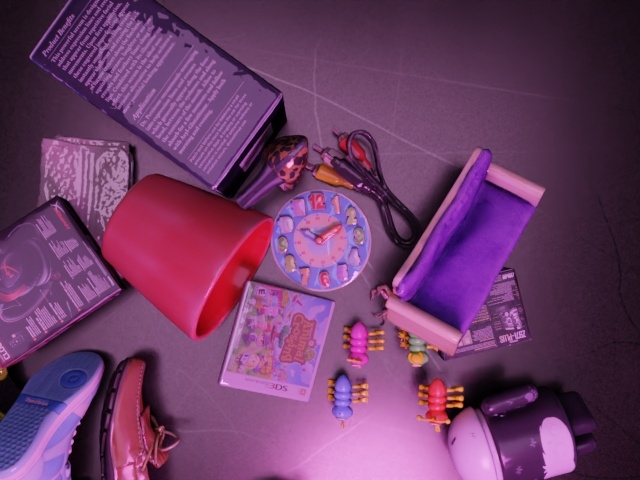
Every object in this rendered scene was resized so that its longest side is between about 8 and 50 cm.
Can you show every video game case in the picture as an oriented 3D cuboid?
[{"bbox_3d":[-0.085,0.201,1.623,0.193,0.023,0.213,15,90,-22],"label":"video game case"}]

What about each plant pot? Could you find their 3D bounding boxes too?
[{"bbox_3d":[-0.259,0.014,1.551,0.243,0.275,0.275,30,90,9],"label":"plant pot"}]

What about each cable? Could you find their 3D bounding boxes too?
[{"bbox_3d":[0.109,-0.115,1.646,0.287,0.072,0.139,40,100,-9],"label":"cable"}]

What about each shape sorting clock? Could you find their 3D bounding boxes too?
[{"bbox_3d":[0.000,0.000,1.634,0.206,0.040,0.206,0,91,12],"label":"shape sorting clock"}]

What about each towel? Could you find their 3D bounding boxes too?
[{"bbox_3d":[-0.476,-0.068,1.642,0.187,0.049,0.282,6,91,0],"label":"towel"}]

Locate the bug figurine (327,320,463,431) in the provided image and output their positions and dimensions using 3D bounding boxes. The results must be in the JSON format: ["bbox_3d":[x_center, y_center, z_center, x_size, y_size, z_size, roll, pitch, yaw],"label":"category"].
[{"bbox_3d":[0.133,0.262,1.590,0.278,0.072,0.216,-2,88,20],"label":"bug figurine"}]

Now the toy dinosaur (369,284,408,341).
[{"bbox_3d":[0.151,0.110,1.653,0.092,0.053,0.183,3,97,-16],"label":"toy dinosaur"}]

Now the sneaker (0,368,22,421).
[{"bbox_3d":[-0.676,0.326,1.615,0.147,0.145,0.385,-15,93,30],"label":"sneaker"}]

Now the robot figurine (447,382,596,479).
[{"bbox_3d":[0.386,0.382,1.588,0.278,0.173,0.209,-15,85,0],"label":"robot figurine"}]

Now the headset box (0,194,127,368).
[{"bbox_3d":[-0.553,0.086,1.550,0.293,0.110,0.218,-35,91,-7],"label":"headset box"}]

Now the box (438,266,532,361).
[{"bbox_3d":[0.311,0.145,1.631,0.180,0.077,0.147,-15,90,0],"label":"box"}]

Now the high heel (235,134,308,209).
[{"bbox_3d":[-0.040,-0.168,1.524,0.093,0.261,0.186,45,130,-8],"label":"high heel"}]

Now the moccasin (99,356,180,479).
[{"bbox_3d":[-0.354,0.418,1.595,0.146,0.139,0.380,0,79,-18],"label":"moccasin"}]

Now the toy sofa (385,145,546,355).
[{"bbox_3d":[0.272,0.016,1.521,0.150,0.177,0.363,29,69,14],"label":"toy sofa"}]

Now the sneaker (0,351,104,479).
[{"bbox_3d":[-0.517,0.381,1.589,0.127,0.319,0.208,13,132,23],"label":"sneaker"}]

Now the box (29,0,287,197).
[{"bbox_3d":[-0.280,-0.279,1.520,0.395,0.293,0.212,36,89,0],"label":"box"}]
